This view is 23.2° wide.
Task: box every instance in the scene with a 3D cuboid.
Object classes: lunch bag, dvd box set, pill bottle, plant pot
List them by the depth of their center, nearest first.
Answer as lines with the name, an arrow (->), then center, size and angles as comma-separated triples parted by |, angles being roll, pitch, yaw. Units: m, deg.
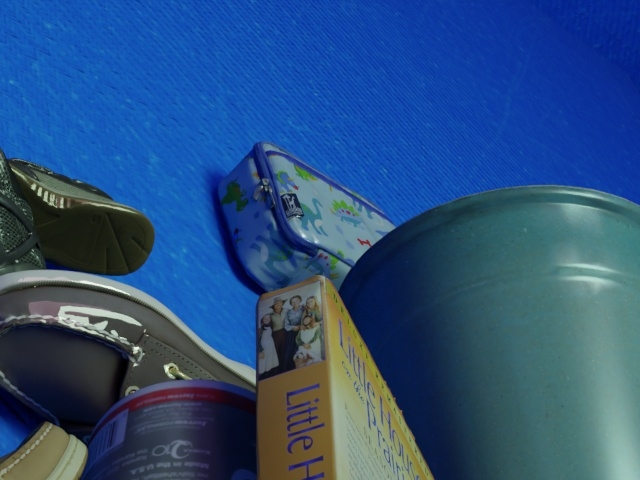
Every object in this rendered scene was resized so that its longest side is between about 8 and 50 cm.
dvd box set -> 0.041, 0.267, 0.996 | 0.420, 0.062, 0.307 | -94, 162, -51
pill bottle -> -0.088, 0.234, 1.005 | 0.161, 0.161, 0.283 | 37, 25, -22
plant pot -> 0.199, 0.185, 1.398 | 0.341, 0.341, 0.334 | 29, 36, -35
lunch bag -> 0.000, 0.000, 1.615 | 0.219, 0.090, 0.176 | 31, 26, -35

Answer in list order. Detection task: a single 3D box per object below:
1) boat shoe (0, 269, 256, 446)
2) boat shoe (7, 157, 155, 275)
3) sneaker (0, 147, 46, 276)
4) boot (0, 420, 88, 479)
boat shoe -> -0.128, 0.125, 1.172 | 0.324, 0.116, 0.096 | 34, 23, -40
boat shoe -> -0.245, -0.025, 1.265 | 0.224, 0.080, 0.073 | 16, 7, -31
sneaker -> -0.286, -0.014, 1.119 | 0.227, 0.087, 0.130 | 13, 59, -56
boot -> -0.262, 0.128, 0.862 | 0.203, 0.095, 0.262 | 42, 35, 2
